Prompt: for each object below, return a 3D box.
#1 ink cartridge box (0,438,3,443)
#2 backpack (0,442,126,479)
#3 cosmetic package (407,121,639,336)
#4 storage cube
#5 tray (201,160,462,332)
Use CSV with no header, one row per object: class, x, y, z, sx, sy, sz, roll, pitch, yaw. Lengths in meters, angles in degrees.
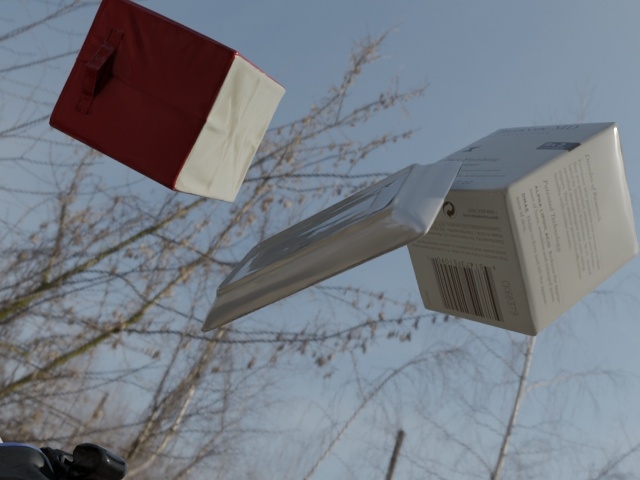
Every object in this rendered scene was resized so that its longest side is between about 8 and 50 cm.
ink cartridge box,-0.271,0.201,0.438,0.065,0.165,0.332,-114,-177,-78
backpack,-0.216,0.242,0.278,0.277,0.263,0.213,0,21,-25
cosmetic package,0.203,-0.020,0.710,0.151,0.184,0.151,9,-58,53
storage cube,-0.191,-0.175,0.893,0.193,0.183,0.215,28,5,14
tray,0.000,0.000,0.651,0.270,0.145,0.030,-26,-73,34
